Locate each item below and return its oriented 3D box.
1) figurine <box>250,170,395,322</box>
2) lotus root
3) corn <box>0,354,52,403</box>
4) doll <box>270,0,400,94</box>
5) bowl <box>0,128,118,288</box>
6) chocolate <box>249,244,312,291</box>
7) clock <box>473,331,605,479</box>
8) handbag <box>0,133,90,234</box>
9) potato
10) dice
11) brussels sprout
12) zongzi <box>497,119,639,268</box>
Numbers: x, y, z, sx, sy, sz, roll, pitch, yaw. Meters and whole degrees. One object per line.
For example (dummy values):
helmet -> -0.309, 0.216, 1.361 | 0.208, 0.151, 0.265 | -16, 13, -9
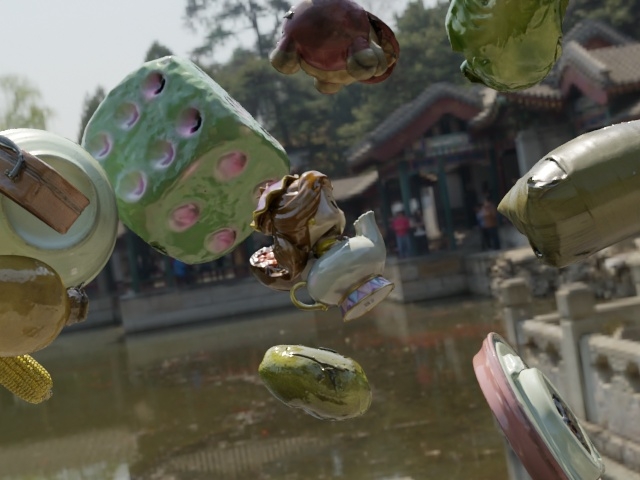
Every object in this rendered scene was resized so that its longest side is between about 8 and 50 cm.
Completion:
figurine -> 0.000, 0.000, 1.573 | 0.189, 0.263, 0.142 | -36, -15, -5
lotus root -> -0.475, 0.092, 1.423 | 0.303, 0.146, 0.131 | 6, 19, -38
corn -> -0.549, 0.208, 1.701 | 0.067, 0.206, 0.067 | -43, 17, 17
doll -> 0.023, -0.312, 1.573 | 0.152, 0.196, 0.256 | -53, 0, 13
bowl -> -0.482, -0.049, 1.673 | 0.307, 0.307, 0.163 | -10, -4, -30
chocolate -> -0.094, 0.054, 2.269 | 0.133, 0.127, 0.124 | 6, 13, 24
clock -> 0.245, 0.204, 1.048 | 0.056, 0.244, 0.244 | -33, -4, 12
handbag -> -0.453, -0.098, 1.472 | 0.193, 0.072, 0.151 | 32, -10, 27
potato -> -0.008, 0.295, 2.069 | 0.248, 0.143, 0.169 | 20, -28, -3
dice -> -0.283, -0.168, 2.041 | 0.322, 0.318, 0.330 | -47, -34, 6
brussels sprout -> 0.336, -0.416, 1.771 | 0.227, 0.294, 0.259 | 3, 44, 0
zongzi -> 0.383, -0.084, 1.329 | 0.274, 0.145, 0.300 | -23, 6, 3
